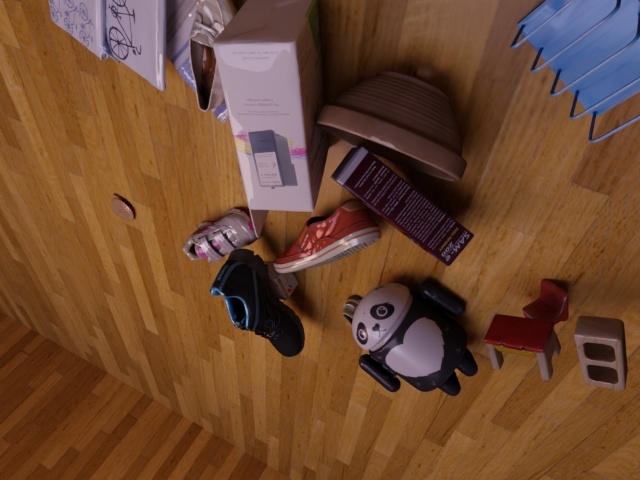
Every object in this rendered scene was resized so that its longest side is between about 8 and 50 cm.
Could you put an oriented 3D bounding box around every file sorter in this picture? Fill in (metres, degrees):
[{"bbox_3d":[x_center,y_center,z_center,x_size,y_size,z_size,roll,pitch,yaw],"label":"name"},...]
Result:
[{"bbox_3d":[0.334,-0.226,0.587,0.170,0.104,0.118,45,139,-9],"label":"file sorter"}]

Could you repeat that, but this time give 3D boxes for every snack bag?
[{"bbox_3d":[-0.400,-0.473,0.879,0.342,0.037,0.323,37,140,12],"label":"snack bag"}]

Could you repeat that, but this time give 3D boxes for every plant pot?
[{"bbox_3d":[0.122,-0.182,0.737,0.237,0.237,0.109,25,97,13],"label":"plant pot"}]

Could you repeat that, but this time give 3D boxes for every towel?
[{"bbox_3d":[-0.224,-0.374,0.890,0.209,0.034,0.285,-25,111,45],"label":"towel"}]

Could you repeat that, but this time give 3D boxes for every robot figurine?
[{"bbox_3d":[0.201,0.213,1.046,0.278,0.209,0.173,37,153,-1],"label":"robot figurine"}]

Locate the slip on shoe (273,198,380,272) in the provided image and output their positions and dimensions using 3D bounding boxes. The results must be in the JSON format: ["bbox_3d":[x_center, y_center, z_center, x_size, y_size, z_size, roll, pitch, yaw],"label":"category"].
[{"bbox_3d":[0.000,0.000,1.050,0.331,0.123,0.101,-28,77,52],"label":"slip on shoe"}]

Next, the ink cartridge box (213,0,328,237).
[{"bbox_3d":[-0.059,-0.191,0.805,0.119,0.207,0.353,3,133,9],"label":"ink cartridge box"}]

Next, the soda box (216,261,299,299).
[{"bbox_3d":[-0.169,0.104,1.283,0.216,0.069,0.074,-1,128,35],"label":"soda box"}]

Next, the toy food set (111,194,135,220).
[{"bbox_3d":[-0.582,-0.092,1.421,0.083,0.020,0.082,29,140,7],"label":"toy food set"}]

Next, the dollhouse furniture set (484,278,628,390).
[{"bbox_3d":[0.467,0.115,0.760,0.374,0.201,0.152,3,130,41],"label":"dollhouse furniture set"}]

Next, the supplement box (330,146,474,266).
[{"bbox_3d":[0.136,-0.063,0.839,0.239,0.130,0.073,36,96,-8],"label":"supplement box"}]

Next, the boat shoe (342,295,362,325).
[{"bbox_3d":[0.116,0.227,1.198,0.190,0.072,0.068,47,139,-13],"label":"boat shoe"}]

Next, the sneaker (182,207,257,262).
[{"bbox_3d":[-0.252,0.002,1.209,0.252,0.111,0.103,-18,117,44],"label":"sneaker"}]

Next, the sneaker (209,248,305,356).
[{"bbox_3d":[-0.157,0.185,1.191,0.125,0.139,0.341,-6,126,37],"label":"sneaker"}]

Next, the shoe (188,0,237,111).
[{"bbox_3d":[-0.188,-0.325,0.842,0.076,0.058,0.219,25,135,12],"label":"shoe"}]
